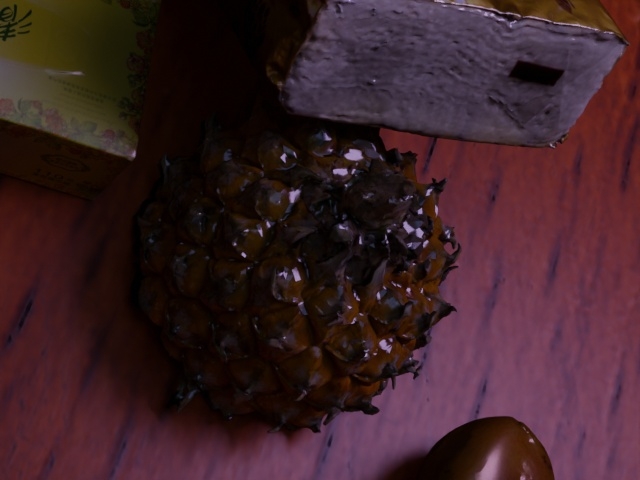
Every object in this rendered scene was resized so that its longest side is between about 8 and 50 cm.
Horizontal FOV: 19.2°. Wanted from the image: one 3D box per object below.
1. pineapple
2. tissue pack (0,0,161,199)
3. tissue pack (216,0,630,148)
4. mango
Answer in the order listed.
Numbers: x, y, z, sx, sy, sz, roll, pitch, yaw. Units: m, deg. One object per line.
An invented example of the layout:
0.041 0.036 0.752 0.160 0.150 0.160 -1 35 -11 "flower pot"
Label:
0.003 0.000 0.927 0.161 0.137 0.176 23 60 -20 "pineapple"
-0.172 -0.095 0.915 0.176 0.062 0.095 18 63 -21 "tissue pack"
0.026 -0.148 0.976 0.183 0.092 0.226 7 39 -31 "tissue pack"
0.075 0.140 0.957 0.114 0.060 0.080 -42 109 -36 "mango"
